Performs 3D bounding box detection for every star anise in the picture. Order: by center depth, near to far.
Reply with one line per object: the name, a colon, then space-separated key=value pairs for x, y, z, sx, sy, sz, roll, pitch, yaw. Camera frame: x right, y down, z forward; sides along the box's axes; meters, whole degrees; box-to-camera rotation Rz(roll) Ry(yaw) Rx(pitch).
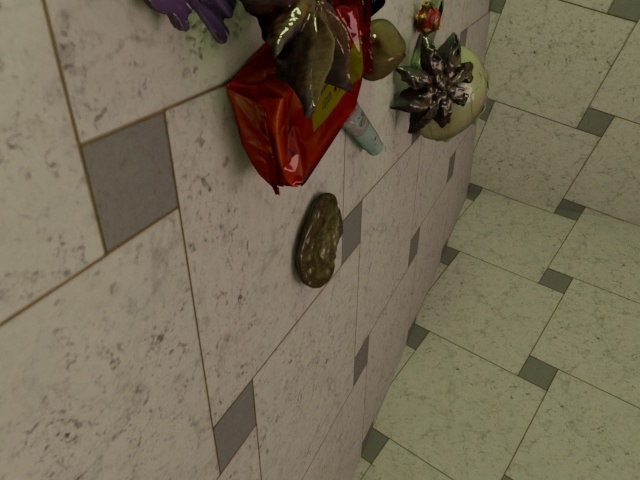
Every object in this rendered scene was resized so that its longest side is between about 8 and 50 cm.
star anise: x=-0.050 y=-0.346 z=0.754 sx=0.350 sy=0.108 sz=0.293 roll=55 pitch=25 yaw=-32
star anise: x=0.362 y=-0.485 z=1.666 sx=0.331 sy=0.117 sz=0.332 roll=-13 pitch=122 yaw=-22

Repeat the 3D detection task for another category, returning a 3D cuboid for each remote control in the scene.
remote control: x=0.365 y=-0.693 z=1.791 sx=0.090 sy=0.038 sz=0.310 roll=51 pitch=55 yaw=-64

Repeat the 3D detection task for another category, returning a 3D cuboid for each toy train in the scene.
toy train: x=0.107 y=-0.545 z=1.230 sx=0.207 sy=0.047 sz=0.043 roll=-53 pitch=150 yaw=-46

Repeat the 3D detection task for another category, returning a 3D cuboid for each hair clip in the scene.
hair clip: x=-0.179 y=-0.347 z=0.610 sx=0.278 sy=0.090 sz=0.137 roll=58 pitch=36 yaw=-71

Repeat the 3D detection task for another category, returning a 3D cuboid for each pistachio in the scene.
pistachio: x=0.144 y=-0.460 z=1.266 sx=0.206 sy=0.131 sz=0.130 roll=-55 pitch=159 yaw=-50

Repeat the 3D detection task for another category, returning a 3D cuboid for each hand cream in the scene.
hand cream: x=0.088 y=-0.298 z=1.339 sx=0.085 sy=0.058 sz=0.331 roll=-59 pitch=153 yaw=1

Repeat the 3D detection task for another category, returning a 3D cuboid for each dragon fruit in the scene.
dragon fruit: x=0.337 y=-0.703 z=1.661 sx=0.086 sy=0.081 sz=0.116 roll=-51 pitch=150 yaw=-27

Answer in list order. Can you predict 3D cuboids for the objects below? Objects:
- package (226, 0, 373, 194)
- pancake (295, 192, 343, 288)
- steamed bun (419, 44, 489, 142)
package: x=-0.019 y=-0.286 z=0.971 sx=0.196 sy=0.123 sz=0.424 roll=79 pitch=32 yaw=-47
pancake: x=-0.001 y=-0.001 z=1.305 sx=0.222 sy=0.042 sz=0.237 roll=-14 pitch=113 yaw=-61
steamed bun: x=0.479 y=-0.530 z=1.909 sx=0.312 sy=0.232 sz=0.334 roll=-5 pitch=106 yaw=-68
